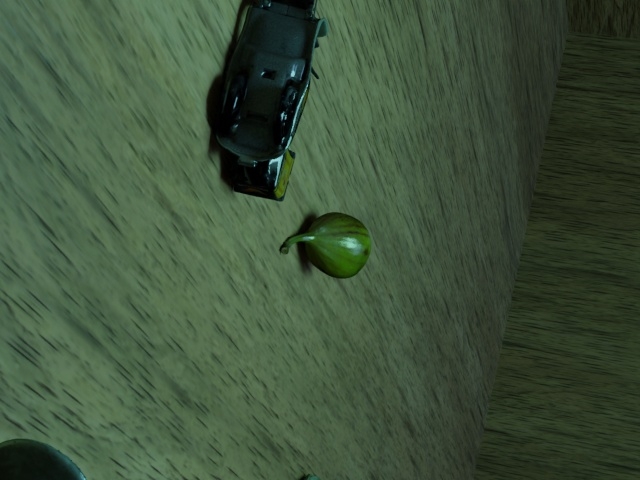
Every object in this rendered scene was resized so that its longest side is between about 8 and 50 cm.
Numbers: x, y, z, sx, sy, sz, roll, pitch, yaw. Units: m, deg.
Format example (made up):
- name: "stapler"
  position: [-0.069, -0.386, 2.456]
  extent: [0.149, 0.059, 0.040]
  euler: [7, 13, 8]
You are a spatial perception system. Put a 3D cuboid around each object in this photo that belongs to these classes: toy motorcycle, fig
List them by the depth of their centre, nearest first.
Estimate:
- name: "toy motorcycle"
  position: [-0.047, -0.189, 1.569]
  extent: [0.157, 0.091, 0.263]
  euler: [67, 36, -76]
- name: "fig"
  position: [0.015, 0.002, 1.889]
  extent: [0.166, 0.093, 0.093]
  euler: [25, 75, -73]

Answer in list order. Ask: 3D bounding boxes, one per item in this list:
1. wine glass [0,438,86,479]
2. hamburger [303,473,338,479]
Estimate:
- name: "wine glass"
  position: [-0.199, 0.305, 1.000]
  extent: [0.096, 0.264, 0.309]
  euler: [-60, 177, 31]
- name: "hamburger"
  position: [-0.009, 0.408, 2.087]
  extent: [0.133, 0.062, 0.140]
  euler: [82, 22, -51]
